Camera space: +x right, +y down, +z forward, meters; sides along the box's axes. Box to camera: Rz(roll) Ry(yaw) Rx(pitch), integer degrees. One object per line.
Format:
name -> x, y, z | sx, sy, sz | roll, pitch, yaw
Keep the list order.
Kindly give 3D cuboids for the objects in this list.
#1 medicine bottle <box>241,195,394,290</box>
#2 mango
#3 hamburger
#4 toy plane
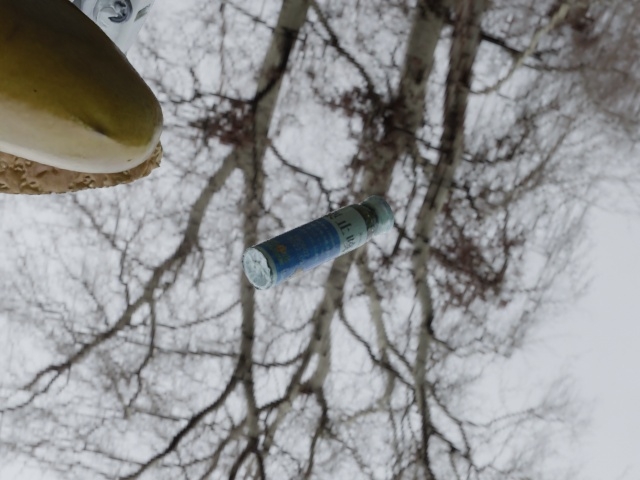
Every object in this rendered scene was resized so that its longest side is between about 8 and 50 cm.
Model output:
medicine bottle -> 0.000, 0.000, 1.152 | 0.191, 0.051, 0.051 | -25, -130, -37
mango -> -0.337, -0.198, 1.171 | 0.365, 0.182, 0.253 | 28, -160, 7
hamburger -> -0.448, -0.203, 1.808 | 0.330, 0.209, 0.162 | -10, -151, -10
toy plane -> -0.311, -0.365, 1.563 | 0.123, 0.267, 0.267 | 36, -149, -3
